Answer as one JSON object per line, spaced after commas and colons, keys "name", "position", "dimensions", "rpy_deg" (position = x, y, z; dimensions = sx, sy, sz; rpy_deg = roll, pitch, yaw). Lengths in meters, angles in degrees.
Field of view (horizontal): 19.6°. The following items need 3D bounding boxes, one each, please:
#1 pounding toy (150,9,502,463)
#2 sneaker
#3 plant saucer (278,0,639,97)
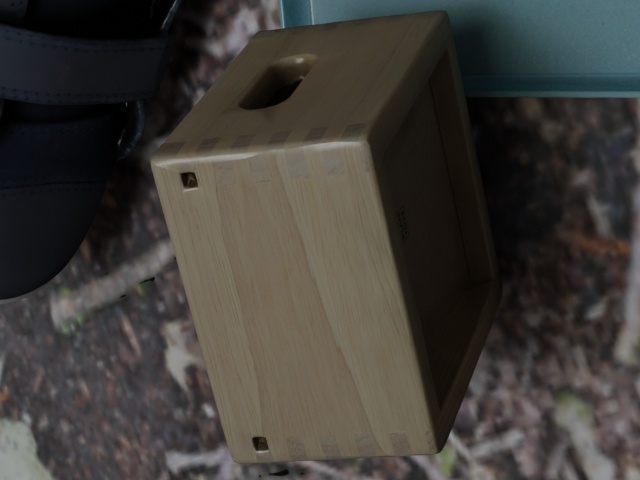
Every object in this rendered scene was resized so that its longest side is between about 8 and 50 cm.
{"name": "pounding toy", "position": [0.000, 0.000, 0.631], "dimensions": [0.100, 0.141, 0.130], "rpy_deg": [-4, 115, 19]}
{"name": "sneaker", "position": [-0.103, -0.121, 0.688], "dimensions": [0.127, 0.126, 0.321], "rpy_deg": [17, 110, 42]}
{"name": "plant saucer", "position": [0.063, -0.083, 0.631], "dimensions": [0.192, 0.018, 0.067], "rpy_deg": [4, 104, 40]}
